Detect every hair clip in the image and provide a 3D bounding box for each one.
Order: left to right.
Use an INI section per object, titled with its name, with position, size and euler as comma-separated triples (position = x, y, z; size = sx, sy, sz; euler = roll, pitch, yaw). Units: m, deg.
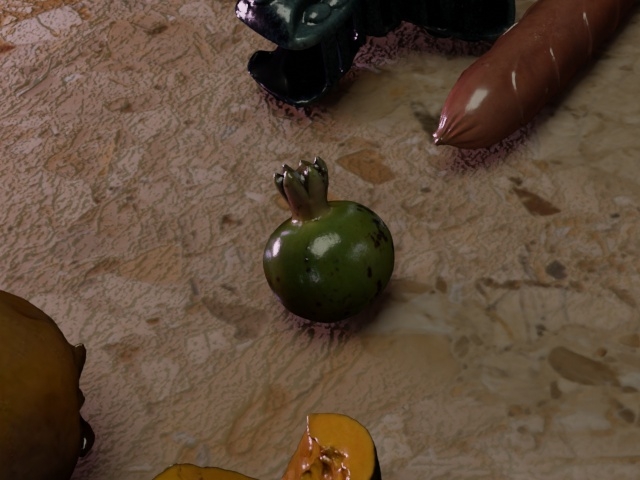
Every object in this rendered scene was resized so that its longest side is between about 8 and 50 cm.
[hair clip]
position = 0.053, -0.275, 1.194
size = 0.310, 0.194, 0.206
euler = -19, 56, -8

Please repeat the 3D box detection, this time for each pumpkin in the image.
[pumpkin]
position = -0.035, 0.204, 0.765
size = 0.183, 0.108, 0.119
euler = -17, 36, 8

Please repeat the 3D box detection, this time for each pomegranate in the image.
[pomegranate]
position = 0.000, 0.000, 0.941
size = 0.114, 0.142, 0.114
euler = -18, 20, 7

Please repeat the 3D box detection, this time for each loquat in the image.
[loquat]
position = -0.293, 0.136, 0.833
size = 0.238, 0.193, 0.238
euler = 0, 30, 0

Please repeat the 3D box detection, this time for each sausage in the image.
[sausage]
position = 0.251, -0.221, 1.142
size = 0.088, 0.088, 0.433
euler = 23, 55, 32
